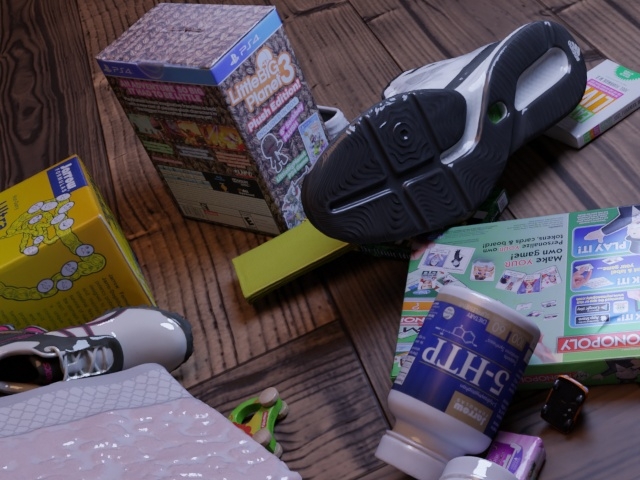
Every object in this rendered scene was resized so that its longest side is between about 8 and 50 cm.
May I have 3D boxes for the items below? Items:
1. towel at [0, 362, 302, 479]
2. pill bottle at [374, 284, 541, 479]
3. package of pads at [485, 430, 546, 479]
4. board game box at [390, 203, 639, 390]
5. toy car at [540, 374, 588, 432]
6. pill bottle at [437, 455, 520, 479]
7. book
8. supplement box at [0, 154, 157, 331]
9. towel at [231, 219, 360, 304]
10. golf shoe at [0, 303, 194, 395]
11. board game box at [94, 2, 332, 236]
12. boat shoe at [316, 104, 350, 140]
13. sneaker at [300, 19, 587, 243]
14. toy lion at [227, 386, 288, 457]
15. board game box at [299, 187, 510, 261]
[{"bbox_3d":[-0.236,0.222,1.145,0.332,0.053,0.317,-8,20,-32],"label":"towel"},{"bbox_3d":[0.131,0.149,1.122,0.112,0.112,0.186,18,78,44],"label":"pill bottle"},{"bbox_3d":[0.181,0.227,1.097,0.050,0.032,0.083,5,44,33],"label":"package of pads"},{"bbox_3d":[0.244,0.063,1.237,0.317,0.046,0.213,-7,47,23],"label":"board game box"},{"bbox_3d":[0.218,0.152,1.154,0.122,0.060,0.040,14,22,34],"label":"toy car"},{"bbox_3d":[0.107,0.296,0.978,0.117,0.117,0.215,3,44,34],"label":"pill bottle"},{"bbox_3d":[0.368,-0.183,1.521,0.144,0.035,0.096,-34,40,-15],"label":"book"},{"bbox_3d":[-0.425,0.076,1.510,0.356,0.195,0.194,-28,35,-6],"label":"supplement box"},{"bbox_3d":[0.000,0.000,1.467,0.237,0.021,0.102,-27,32,2],"label":"towel"},{"bbox_3d":[-0.288,0.148,1.366,0.273,0.105,0.120,-8,10,-1],"label":"golf shoe"},{"bbox_3d":[-0.133,-0.167,1.569,0.232,0.291,0.141,12,49,40],"label":"board game box"},{"bbox_3d":[-0.051,-0.180,1.715,0.258,0.084,0.095,9,47,38],"label":"boat shoe"},{"bbox_3d":[0.119,-0.120,1.463,0.447,0.169,0.257,-33,11,-28],"label":"sneaker"},{"bbox_3d":[-0.088,0.220,1.271,0.096,0.034,0.100,-19,35,21],"label":"toy lion"},{"bbox_3d":[0.103,-0.031,1.482,0.260,0.030,0.136,9,45,38],"label":"board game box"}]
